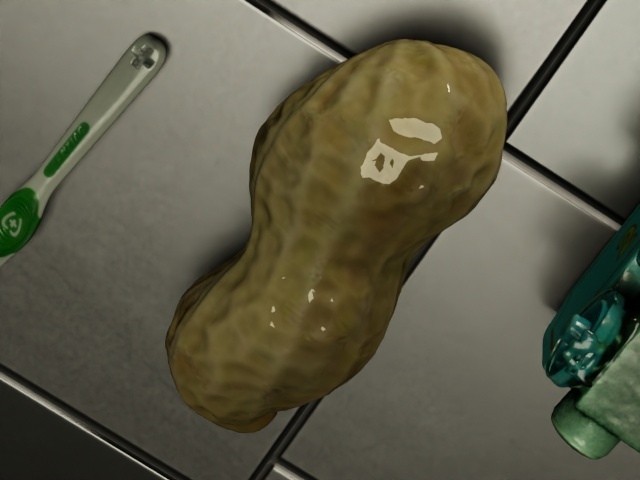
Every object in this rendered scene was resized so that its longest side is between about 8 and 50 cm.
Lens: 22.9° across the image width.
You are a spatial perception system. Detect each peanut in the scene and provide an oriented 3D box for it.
[{"bbox_3d":[0.000,0.000,0.974,0.136,0.120,0.298,40,114,18],"label":"peanut"}]

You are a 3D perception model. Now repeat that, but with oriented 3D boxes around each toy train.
[{"bbox_3d":[0.216,0.034,0.930,0.112,0.163,0.203,36,110,-5],"label":"toy train"}]

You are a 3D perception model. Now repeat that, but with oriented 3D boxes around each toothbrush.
[{"bbox_3d":[-0.195,-0.018,1.044,0.030,0.030,0.304,39,108,-8],"label":"toothbrush"}]
